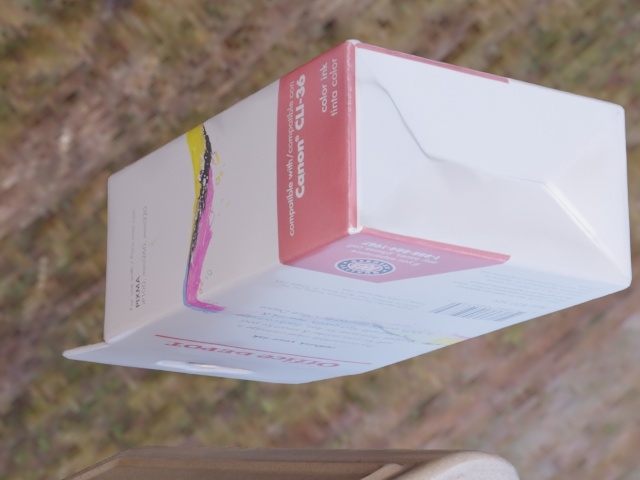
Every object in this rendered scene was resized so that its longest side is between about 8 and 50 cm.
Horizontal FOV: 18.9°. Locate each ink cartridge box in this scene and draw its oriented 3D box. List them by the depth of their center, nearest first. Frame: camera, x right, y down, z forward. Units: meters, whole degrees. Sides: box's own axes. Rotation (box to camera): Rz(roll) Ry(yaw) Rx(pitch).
[{"bbox_3d":[0.000,0.000,0.673,0.115,0.067,0.198,11,160,-33],"label":"ink cartridge box"}]

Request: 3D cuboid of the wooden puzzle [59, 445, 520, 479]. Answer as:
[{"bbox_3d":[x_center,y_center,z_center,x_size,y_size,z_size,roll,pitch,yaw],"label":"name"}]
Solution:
[{"bbox_3d":[-0.088,0.113,0.585,0.238,0.044,0.221,-17,-176,-31],"label":"wooden puzzle"}]
